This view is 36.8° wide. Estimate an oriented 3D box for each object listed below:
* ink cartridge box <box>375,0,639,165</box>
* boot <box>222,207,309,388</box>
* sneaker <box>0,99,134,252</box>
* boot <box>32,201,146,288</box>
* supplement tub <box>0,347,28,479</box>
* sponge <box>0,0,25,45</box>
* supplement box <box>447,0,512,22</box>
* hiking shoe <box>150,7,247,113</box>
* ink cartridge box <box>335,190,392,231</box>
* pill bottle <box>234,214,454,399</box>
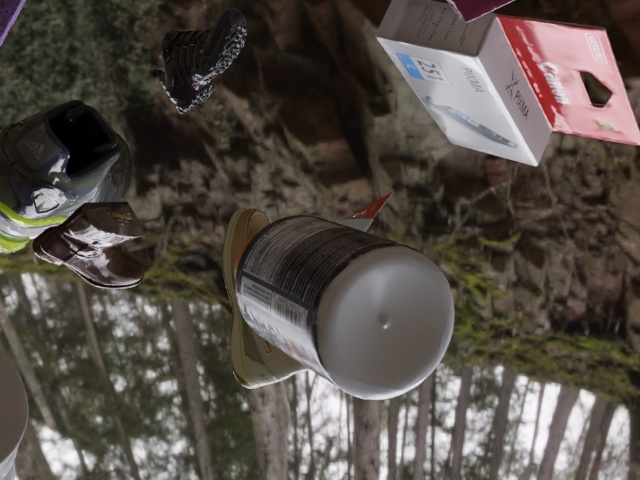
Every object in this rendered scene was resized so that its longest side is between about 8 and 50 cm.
[{"bbox_3d":[0.240,-0.180,1.184,0.261,0.296,0.066,19,-101,32],"label":"ink cartridge box"},{"bbox_3d":[-0.026,0.052,1.091,0.165,0.077,0.213,-15,-109,32],"label":"boot"},{"bbox_3d":[-0.232,-0.072,0.913,0.121,0.111,0.300,-37,-174,14],"label":"sneaker"},{"bbox_3d":[-0.166,0.003,0.785,0.106,0.114,0.037,18,-119,-36],"label":"boot"},{"bbox_3d":[-0.382,0.221,0.744,0.236,0.324,0.235,27,-156,-13],"label":"supplement tub"},{"bbox_3d":[-0.479,-0.300,1.164,0.210,0.031,0.117,28,-97,-15],"label":"sponge"},{"bbox_3d":[0.151,-0.276,0.756,0.188,0.104,0.081,-53,-160,-25],"label":"supplement box"},{"bbox_3d":[-0.207,-0.306,1.560,0.114,0.227,0.086,44,-138,0],"label":"hiking shoe"},{"bbox_3d":[0.000,0.000,1.544,0.056,0.181,0.224,47,-133,-13],"label":"ink cartridge box"},{"bbox_3d":[0.004,0.047,0.871,0.131,0.130,0.246,-25,-161,-20],"label":"pill bottle"}]
